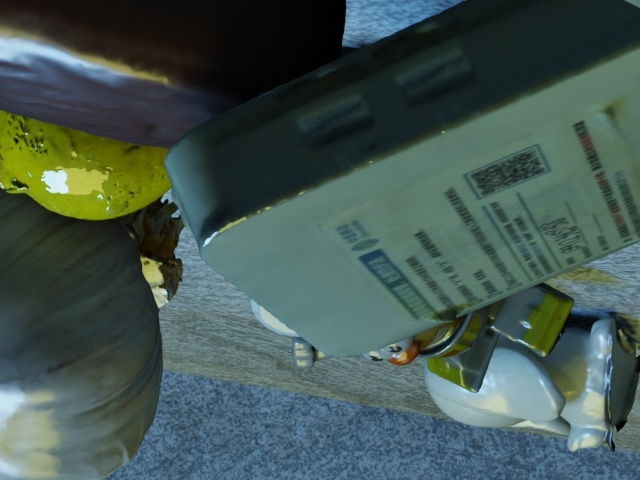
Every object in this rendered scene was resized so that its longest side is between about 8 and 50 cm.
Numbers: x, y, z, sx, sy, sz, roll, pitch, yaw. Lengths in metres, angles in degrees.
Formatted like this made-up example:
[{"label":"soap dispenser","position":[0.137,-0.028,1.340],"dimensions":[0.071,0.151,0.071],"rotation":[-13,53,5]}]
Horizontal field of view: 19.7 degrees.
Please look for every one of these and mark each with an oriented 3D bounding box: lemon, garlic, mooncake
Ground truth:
[{"label":"lemon","position":[-0.189,-0.103,1.551],"dimensions":[0.173,0.206,0.173],"rotation":[51,169,14]},{"label":"garlic","position":[-0.271,0.074,1.686],"dimensions":[0.317,0.318,0.259],"rotation":[1,-157,40]},{"label":"mooncake","position":[-0.161,-0.167,1.353],"dimensions":[0.325,0.174,0.333],"rotation":[20,164,-42]}]

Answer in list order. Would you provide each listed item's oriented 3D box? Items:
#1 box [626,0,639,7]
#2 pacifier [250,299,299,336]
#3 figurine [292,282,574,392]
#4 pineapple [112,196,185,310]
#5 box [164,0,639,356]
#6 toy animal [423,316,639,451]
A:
[{"label":"box","position":[0.270,-0.189,0.967],"dimensions":[0.225,0.117,0.225],"rotation":[20,165,-33]},{"label":"pacifier","position":[0.000,0.000,1.862],"dimensions":[0.278,0.207,0.227],"rotation":[16,-176,-14]},{"label":"figurine","position":[0.117,0.071,2.124],"dimensions":[0.285,0.342,0.167],"rotation":[21,-151,-41]},{"label":"pineapple","position":[-0.301,-0.089,1.900],"dimensions":[0.344,0.286,0.209],"rotation":[2,128,2]},{"label":"box","position":[0.121,-0.055,1.348],"dimensions":[0.396,0.111,0.396],"rotation":[-23,158,8]},{"label":"toy animal","position":[0.292,0.188,2.468],"dimensions":[0.289,0.174,0.249],"rotation":[-1,162,41]}]
